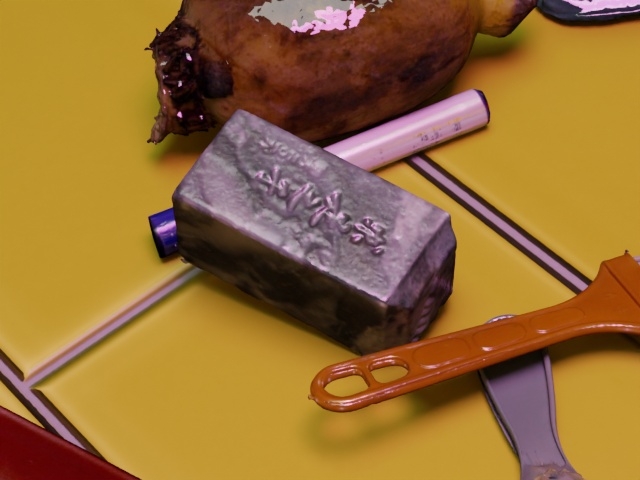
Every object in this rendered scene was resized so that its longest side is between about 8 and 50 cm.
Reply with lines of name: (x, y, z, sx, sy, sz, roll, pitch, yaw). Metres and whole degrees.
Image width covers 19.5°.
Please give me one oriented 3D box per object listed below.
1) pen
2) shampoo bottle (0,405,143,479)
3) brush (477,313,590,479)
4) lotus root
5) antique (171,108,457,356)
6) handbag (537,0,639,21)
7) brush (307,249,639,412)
pen: (0.001, -0.052, 1.358, 0.269, 0.033, 0.033, -22, 49, -11)
shampoo bottle: (-0.211, 0.155, 1.185, 0.260, 0.064, 0.102, 24, 60, 27)
brush: (0.141, 0.148, 1.140, 0.068, 0.060, 0.296, -13, 48, 0)
lotus root: (0.010, -0.162, 1.381, 0.314, 0.141, 0.169, -17, 45, -6)
antique: (0.000, 0.000, 1.258, 0.183, 0.086, 0.088, 27, 62, 16)
handbag: (0.319, -0.286, 1.485, 0.327, 0.089, 0.238, -7, 48, 4)
brush: (0.139, 0.058, 1.219, 0.314, 0.017, 0.090, -16, 36, -14)
